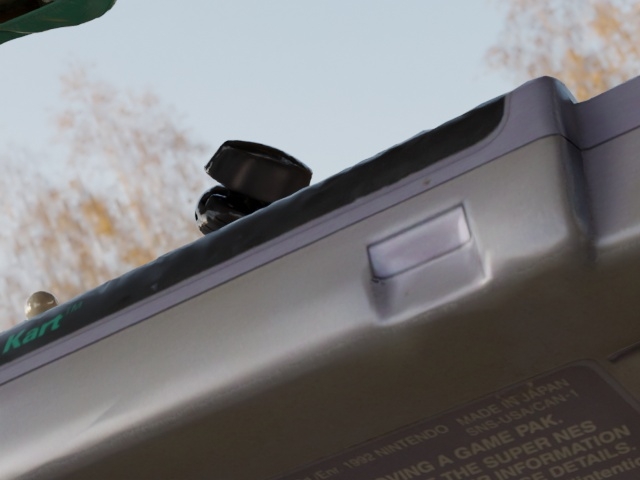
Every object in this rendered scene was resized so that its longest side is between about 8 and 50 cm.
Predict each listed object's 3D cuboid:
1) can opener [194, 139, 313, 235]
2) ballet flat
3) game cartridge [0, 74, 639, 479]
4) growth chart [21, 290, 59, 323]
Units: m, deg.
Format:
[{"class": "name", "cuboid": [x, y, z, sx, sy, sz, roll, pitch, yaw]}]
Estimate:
[{"class": "can opener", "cuboid": [0.000, 0.000, 0.959, 0.186, 0.059, 0.073, 23, -62, -33]}, {"class": "ballet flat", "cuboid": [-0.272, -0.187, 1.189, 0.247, 0.083, 0.087, -23, -29, -20]}, {"class": "game cartridge", "cuboid": [0.016, 0.081, 0.443, 0.355, 0.068, 0.230, -24, -48, 25]}, {"class": "growth chart", "cuboid": [-0.167, 0.116, 0.643, 0.237, 0.021, 0.172, -67, 2, -74]}]
